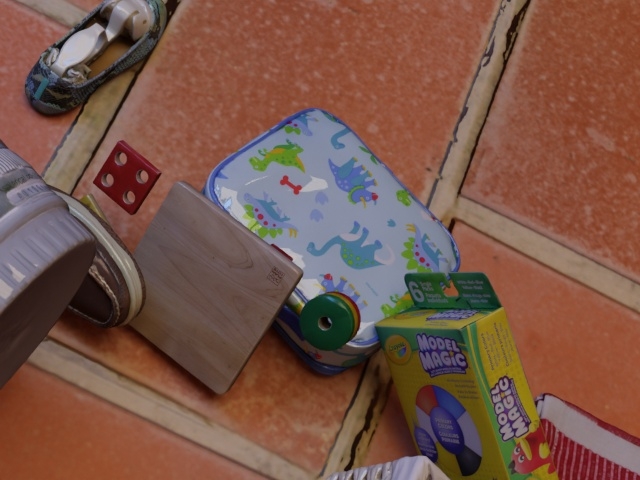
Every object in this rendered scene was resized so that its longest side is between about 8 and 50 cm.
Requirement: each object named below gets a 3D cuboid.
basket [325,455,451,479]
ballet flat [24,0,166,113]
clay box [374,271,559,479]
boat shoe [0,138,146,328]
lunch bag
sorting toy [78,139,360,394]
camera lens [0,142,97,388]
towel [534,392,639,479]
[{"bbox_3d":[0.069,0.259,1.071,0.167,0.103,0.113,49,49,-30],"label":"basket"},{"bbox_3d":[-0.200,-0.188,1.280,0.070,0.070,0.188,36,56,1],"label":"ballet flat"},{"bbox_3d":[0.119,0.136,1.130,0.053,0.127,0.222,-25,100,-29],"label":"clay box"},{"bbox_3d":[-0.263,-0.005,1.135,0.257,0.095,0.095,37,42,16],"label":"boat shoe"},{"bbox_3d":[0.000,0.000,1.234,0.219,0.090,0.176,47,57,7],"label":"lunch bag"},{"bbox_3d":[-0.101,0.032,1.162,0.274,0.132,0.046,36,19,12],"label":"sorting toy"},{"bbox_3d":[-0.321,-0.010,0.935,0.274,0.219,0.219,38,56,3],"label":"camera lens"},{"bbox_3d":[0.250,0.313,1.187,0.237,0.037,0.329,27,56,-6],"label":"towel"}]
